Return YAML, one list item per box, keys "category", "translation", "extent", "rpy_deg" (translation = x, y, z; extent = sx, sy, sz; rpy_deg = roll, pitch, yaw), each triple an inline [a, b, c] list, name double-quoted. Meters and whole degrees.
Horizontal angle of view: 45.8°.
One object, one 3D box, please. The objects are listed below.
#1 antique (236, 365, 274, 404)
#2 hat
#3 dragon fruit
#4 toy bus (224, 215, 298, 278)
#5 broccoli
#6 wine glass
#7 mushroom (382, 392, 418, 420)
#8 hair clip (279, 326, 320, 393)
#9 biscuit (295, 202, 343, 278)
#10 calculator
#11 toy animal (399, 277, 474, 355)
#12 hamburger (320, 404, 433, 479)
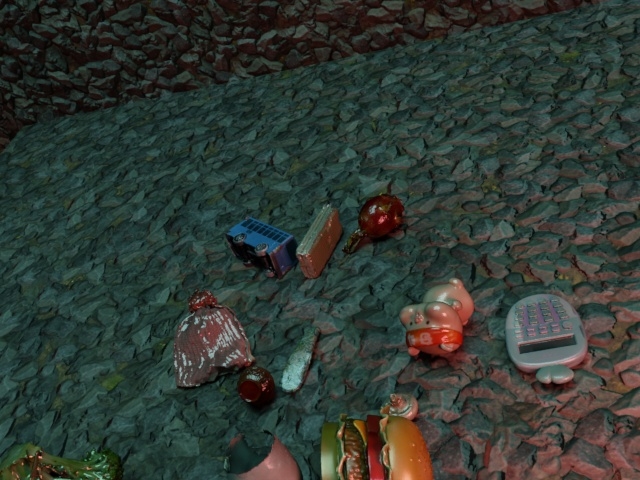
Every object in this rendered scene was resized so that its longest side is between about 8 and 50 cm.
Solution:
- category: "antique"
  translation: [-0.167, 0.374, 1.952]
  extent: [0.104, 0.104, 0.104]
  rpy_deg: [-14, 37, 11]
- category: "hat"
  translation: [-0.319, 0.269, 2.149]
  extent: [0.237, 0.107, 0.286]
  rpy_deg: [-19, 60, 3]
- category: "dragon fruit"
  translation: [0.156, -0.049, 2.324]
  extent: [0.246, 0.125, 0.125]
  rpy_deg: [-42, 52, 0]
- category: "toy bus"
  translation: [-0.183, 0.017, 2.397]
  extent: [0.234, 0.116, 0.133]
  rpy_deg: [24, 55, 42]
- category: "broccoli"
  translation: [-0.618, 0.597, 1.752]
  extent: [0.304, 0.283, 0.321]
  rpy_deg: [-30, 18, 7]
- category: "wine glass"
  translation: [-0.081, 0.525, 1.538]
  extent: [0.143, 0.321, 0.143]
  rpy_deg: [-17, 30, 10]
- category: "mushroom"
  translation: [0.184, 0.385, 1.774]
  extent: [0.085, 0.079, 0.085]
  rpy_deg: [-15, 34, 10]
- category: "hair clip"
  translation: [-0.049, 0.310, 2.023]
  extent: [0.066, 0.036, 0.229]
  rpy_deg: [6, 44, 23]
- category: "biscuit"
  translation: [0.000, 0.000, 2.328]
  extent: [0.062, 0.108, 0.239]
  rpy_deg: [3, 43, 27]
- category: "calculator"
  translation: [0.539, 0.235, 1.816]
  extent: [0.186, 0.041, 0.298]
  rpy_deg: [-13, 35, 13]
- category: "toy animal"
  translation: [0.292, 0.202, 1.893]
  extent: [0.171, 0.171, 0.197]
  rpy_deg: [6, 41, 32]
- category: "hamburger"
  translation: [0.122, 0.476, 1.540]
  extent: [0.212, 0.274, 0.274]
  rpy_deg: [-8, 38, 7]
